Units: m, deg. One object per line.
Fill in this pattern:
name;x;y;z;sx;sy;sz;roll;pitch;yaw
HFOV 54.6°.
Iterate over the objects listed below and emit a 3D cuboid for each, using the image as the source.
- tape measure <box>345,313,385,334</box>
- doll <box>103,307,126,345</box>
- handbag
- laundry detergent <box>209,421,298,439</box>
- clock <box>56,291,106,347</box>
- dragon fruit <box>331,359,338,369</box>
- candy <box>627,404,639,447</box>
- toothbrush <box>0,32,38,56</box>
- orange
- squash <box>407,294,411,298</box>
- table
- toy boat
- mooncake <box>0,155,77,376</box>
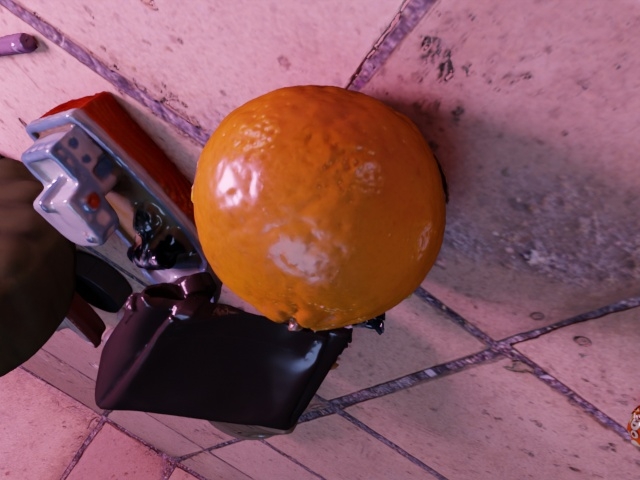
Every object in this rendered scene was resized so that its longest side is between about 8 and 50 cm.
tape measure;0.032;0.057;0.707;0.094;0.091;0.054;13;156;-6
doll;-0.208;0.170;0.989;0.243;0.159;0.311;50;-178;15
handbag;-0.123;0.143;0.795;0.285;0.114;0.257;14;138;-22
laundry detergent;-0.154;0.349;1.271;0.181;0.091;0.253;31;149;-12
clock;-0.543;0.096;1.181;0.318;0.080;0.318;34;155;18
dragon fruit;-0.043;0.169;0.946;0.112;0.068;0.126;5;139;36
candy;0.423;0.228;0.675;0.184;0.049;0.056;23;105;-1
toothbrush;-0.462;-0.224;0.763;0.353;0.029;0.024;6;155;33
orange;-0.002;-0.026;0.527;0.219;0.193;0.219;6;144;5
squash;0.000;0.000;0.669;0.228;0.066;0.066;23;148;10
table;-0.416;0.078;1.143;0.133;0.043;0.133;22;149;14
toy boat;-0.227;-0.015;0.770;0.145;0.133;0.332;-2;137;39
mooncake;-0.534;0.027;0.874;0.356;0.356;0.194;22;144;13
